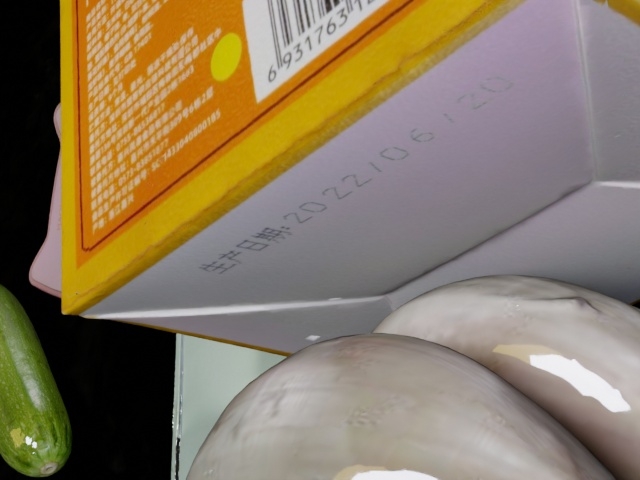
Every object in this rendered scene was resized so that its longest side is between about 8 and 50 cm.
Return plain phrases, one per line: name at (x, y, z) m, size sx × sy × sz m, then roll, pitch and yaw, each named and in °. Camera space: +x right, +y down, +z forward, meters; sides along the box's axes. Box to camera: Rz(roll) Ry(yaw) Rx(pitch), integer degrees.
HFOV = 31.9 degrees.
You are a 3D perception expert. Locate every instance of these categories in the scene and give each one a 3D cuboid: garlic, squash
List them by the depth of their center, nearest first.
garlic at (0.077, 0.128, 0.452) m, size 0.237 × 0.210 × 0.292 m, roll 52°, pitch 140°, yaw 7°
squash at (-0.276, 0.115, 0.992) m, size 0.069 × 0.069 × 0.239 m, roll -56°, pitch 44°, yaw 20°

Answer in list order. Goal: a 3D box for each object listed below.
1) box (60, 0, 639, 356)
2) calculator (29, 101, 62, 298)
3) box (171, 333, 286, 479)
box at (0.056, -0.085, 0.528) m, size 0.283 × 0.259 × 0.214 m, roll -31°, pitch 57°, yaw 39°
calculator at (-0.123, -0.052, 0.889) m, size 0.329 × 0.048 × 0.220 m, roll -7°, pitch 71°, yaw 47°
box at (-0.021, 0.136, 0.678) m, size 0.129 × 0.086 × 0.225 m, roll -22°, pitch 62°, yaw 44°
